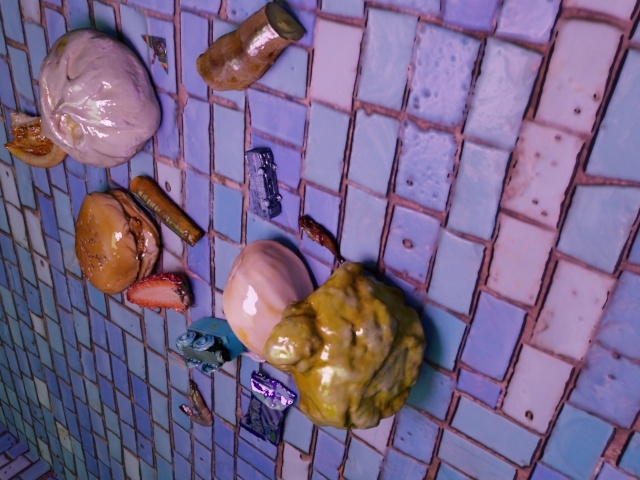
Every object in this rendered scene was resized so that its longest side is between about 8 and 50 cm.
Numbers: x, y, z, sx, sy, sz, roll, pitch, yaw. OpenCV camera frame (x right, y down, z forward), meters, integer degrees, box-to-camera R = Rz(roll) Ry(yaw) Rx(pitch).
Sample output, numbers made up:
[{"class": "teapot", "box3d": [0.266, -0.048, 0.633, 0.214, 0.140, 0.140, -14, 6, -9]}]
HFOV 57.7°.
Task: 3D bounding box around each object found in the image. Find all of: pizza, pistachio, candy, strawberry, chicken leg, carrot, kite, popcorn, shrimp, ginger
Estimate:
[{"class": "pizza", "box3d": [-0.923, -0.322, 1.875, 0.366, 0.074, 0.182, 13, 129, 32]}, {"class": "pistachio", "box3d": [-0.121, 0.149, 1.405, 0.230, 0.230, 0.308, -11, 109, 41]}, {"class": "candy", "box3d": [-0.163, 0.505, 1.721, 0.145, 0.070, 0.275, 27, 126, 14]}, {"class": "strawberry", "box3d": [-0.476, 0.137, 1.727, 0.208, 0.087, 0.167, 8, 140, 9]}, {"class": "chicken leg", "box3d": [0.001, -0.002, 1.339, 0.145, 0.037, 0.062, 41, 154, 15]}, {"class": "carrot", "box3d": [-0.428, -0.083, 1.617, 0.260, 0.070, 0.070, 42, 132, 12]}, {"class": "kite", "box3d": [-0.403, -0.468, 1.431, 0.122, 0.004, 0.090, 52, 134, 4]}, {"class": "popcorn", "box3d": [0.062, 0.245, 1.249, 0.294, 0.292, 0.334, -29, 101, 36]}, {"class": "shrimp", "box3d": [-0.444, 0.558, 1.997, 0.148, 0.035, 0.195, -4, 112, 42]}, {"class": "ginger", "box3d": [-0.155, -0.389, 1.211, 0.263, 0.116, 0.109, -20, 140, 38]}]

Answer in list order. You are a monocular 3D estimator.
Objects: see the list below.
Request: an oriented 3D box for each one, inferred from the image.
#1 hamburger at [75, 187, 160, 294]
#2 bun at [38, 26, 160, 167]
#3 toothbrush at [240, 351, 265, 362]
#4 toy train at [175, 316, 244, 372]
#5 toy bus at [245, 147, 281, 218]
[{"class": "hamburger", "box3d": [-0.627, 0.003, 1.757, 0.284, 0.174, 0.304, 47, 127, 25]}, {"class": "bun", "box3d": [-0.604, -0.356, 1.506, 0.365, 0.219, 0.365, 15, 118, 31]}, {"class": "toothbrush", "box3d": [-0.281, 0.319, 1.738, 0.307, 0.025, 0.029, 7, 144, 36]}, {"class": "toy train", "box3d": [-0.318, 0.297, 1.671, 0.198, 0.154, 0.107, 5, 119, 38]}, {"class": "toy bus", "box3d": [-0.135, -0.135, 1.369, 0.065, 0.047, 0.165, 13, 119, 39]}]
